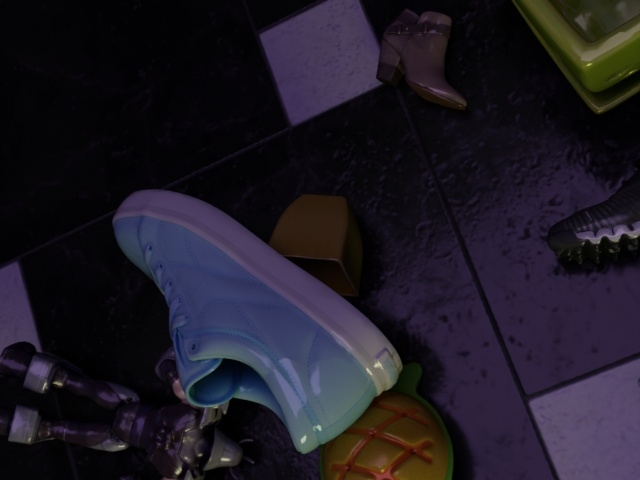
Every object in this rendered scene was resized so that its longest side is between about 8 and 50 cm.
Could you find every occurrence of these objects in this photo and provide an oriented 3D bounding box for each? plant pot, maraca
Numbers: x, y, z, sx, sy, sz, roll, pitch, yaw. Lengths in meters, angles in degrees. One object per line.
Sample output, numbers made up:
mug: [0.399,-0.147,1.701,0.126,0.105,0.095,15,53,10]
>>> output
plant pot: [0.000,0.000,1.006,0.081,0.081,0.083,4,62,19]
maraca: [0.058,0.188,0.939,0.127,0.099,0.186,-14,49,4]
plant pot: [0.276,-0.264,0.898,0.228,0.207,0.227,-34,70,10]

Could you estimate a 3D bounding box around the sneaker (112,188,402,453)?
sneaker: [-0.105,0.072,0.954,0.366,0.135,0.150,28,61,34]

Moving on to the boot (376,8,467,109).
boot: [0.114,-0.192,1.027,0.118,0.042,0.087,25,85,21]

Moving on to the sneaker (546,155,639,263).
sneaker: [0.317,-0.050,0.912,0.234,0.078,0.106,-17,71,11]

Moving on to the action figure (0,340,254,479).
action figure: [-0.202,0.185,1.027,0.285,0.099,0.185,15,77,9]

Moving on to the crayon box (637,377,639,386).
crayon box: [0.441,0.056,0.796,0.203,0.083,0.323,40,109,22]
